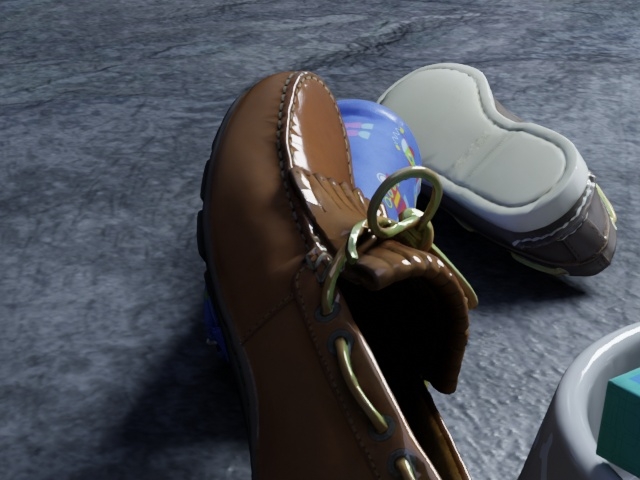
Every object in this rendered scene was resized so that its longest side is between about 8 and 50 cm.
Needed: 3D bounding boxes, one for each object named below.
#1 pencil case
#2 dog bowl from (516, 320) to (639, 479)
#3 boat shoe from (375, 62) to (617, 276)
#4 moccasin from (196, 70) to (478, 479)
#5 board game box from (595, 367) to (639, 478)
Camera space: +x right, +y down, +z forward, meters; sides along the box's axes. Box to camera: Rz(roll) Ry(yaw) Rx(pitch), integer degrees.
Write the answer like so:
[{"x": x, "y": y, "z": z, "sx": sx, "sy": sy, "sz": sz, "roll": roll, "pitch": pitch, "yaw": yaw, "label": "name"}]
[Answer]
[{"x": 0.000, "y": 0.000, "z": 1.031, "sx": 0.133, "sy": 0.119, "sz": 0.306, "roll": -18, "pitch": 20, "yaw": 17, "label": "pencil case"}, {"x": 0.273, "y": 0.147, "z": 0.764, "sx": 0.349, "sy": 0.102, "sz": 0.349, "roll": 3, "pitch": 23, "yaw": -1, "label": "dog bowl"}, {"x": 0.142, "y": -0.063, "z": 1.218, "sx": 0.116, "sy": 0.097, "sz": 0.324, "roll": -43, "pitch": 30, "yaw": -2, "label": "boat shoe"}, {"x": 0.023, "y": 0.046, "z": 0.747, "sx": 0.147, "sy": 0.139, "sz": 0.380, "roll": -27, "pitch": 40, "yaw": 16, "label": "moccasin"}, {"x": 0.262, "y": 0.106, "z": 0.670, "sx": 0.160, "sy": 0.047, "sz": 0.210, "roll": -16, "pitch": 30, "yaw": -37, "label": "board game box"}]
